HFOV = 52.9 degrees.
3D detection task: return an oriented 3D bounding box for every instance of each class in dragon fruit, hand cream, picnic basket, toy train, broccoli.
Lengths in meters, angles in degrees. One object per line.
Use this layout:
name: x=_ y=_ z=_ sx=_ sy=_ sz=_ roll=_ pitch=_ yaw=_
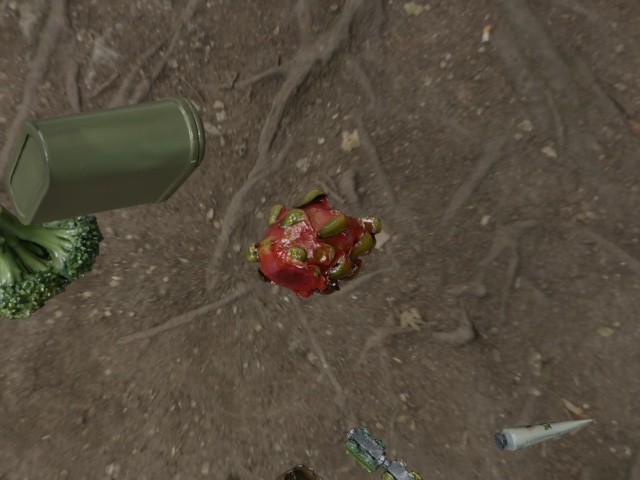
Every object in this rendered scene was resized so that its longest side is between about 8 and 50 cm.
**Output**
dragon fruit: x=-0.005 y=0.017 z=1.474 sx=0.307 sy=0.227 sz=0.243 roll=27 pitch=72 yaw=-37
hand cream: x=0.502 y=0.430 z=1.448 sx=0.234 sy=0.080 sz=0.050 roll=-7 pitch=68 yaw=-16
picnic basket: x=-0.036 y=0.589 z=1.477 sx=0.128 sy=0.178 sz=0.137 roll=-24 pitch=82 yaw=-34
toy train: x=0.136 y=0.482 z=1.383 sx=0.202 sy=0.081 sz=0.060 roll=37 pitch=64 yaw=24
broccoli: x=-0.667 y=0.047 z=1.416 sx=0.375 sy=0.302 sz=0.249 roll=-11 pitch=88 yaw=-7

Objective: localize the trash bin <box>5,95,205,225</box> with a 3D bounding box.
trash bin: x=-0.333 y=-0.120 z=0.998 sx=0.247 sy=0.243 sz=0.121 roll=-18 pitch=81 yaw=-40
